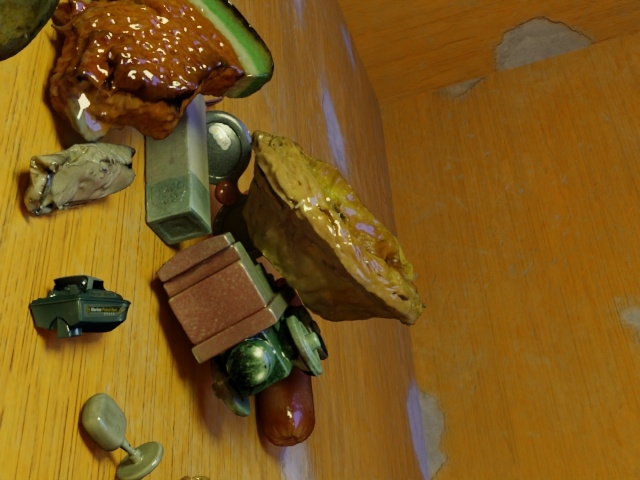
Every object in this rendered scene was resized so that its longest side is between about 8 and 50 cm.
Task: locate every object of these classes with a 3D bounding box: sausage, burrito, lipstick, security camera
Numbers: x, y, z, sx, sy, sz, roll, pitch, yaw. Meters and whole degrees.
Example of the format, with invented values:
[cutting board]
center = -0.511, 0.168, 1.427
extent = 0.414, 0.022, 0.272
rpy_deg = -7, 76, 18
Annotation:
[sausage]
center = -0.059, 0.182, 1.536
extent = 0.300, 0.083, 0.089
rpy_deg = -96, 159, -44
[burrito]
center = -0.250, -0.071, 1.047
extent = 0.229, 0.058, 0.063
rpy_deg = -50, 120, -78
[lipstick]
center = -0.194, -0.150, 1.346
extent = 0.068, 0.066, 0.317
rpy_deg = 55, 24, -55
[security camera]
center = -0.203, 0.193, 0.988
extent = 0.092, 0.058, 0.058
rpy_deg = 56, 20, -23

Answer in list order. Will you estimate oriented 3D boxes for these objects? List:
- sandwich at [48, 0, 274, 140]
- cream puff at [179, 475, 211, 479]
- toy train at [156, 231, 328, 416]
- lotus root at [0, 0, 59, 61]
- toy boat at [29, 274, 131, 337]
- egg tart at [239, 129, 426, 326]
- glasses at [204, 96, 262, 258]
[sandwich]
center = -0.212, -0.201, 1.161
extent = 0.250, 0.162, 0.301
rpy_deg = 39, 39, -6
[cream puff]
center = -0.137, 0.299, 1.006
extent = 0.133, 0.104, 0.119
rpy_deg = 26, 82, -65
[toy train]
center = -0.099, 0.097, 1.314
extent = 0.221, 0.150, 0.304
rpy_deg = 61, 3, -1
[lotus root]
center = -0.290, -0.265, 0.863
extent = 0.160, 0.152, 0.275
rpy_deg = 94, -4, -58
[toy boat]
center = -0.227, 0.066, 0.986
extent = 0.141, 0.055, 0.060
rpy_deg = 18, 65, -75
[egg tart]
center = 0.000, 0.000, 1.362
extent = 0.352, 0.150, 0.352
rpy_deg = 47, 8, -9
[glasses]
center = -0.156, -0.102, 1.540
extent = 0.268, 0.118, 0.234
rpy_deg = -129, -162, -71
